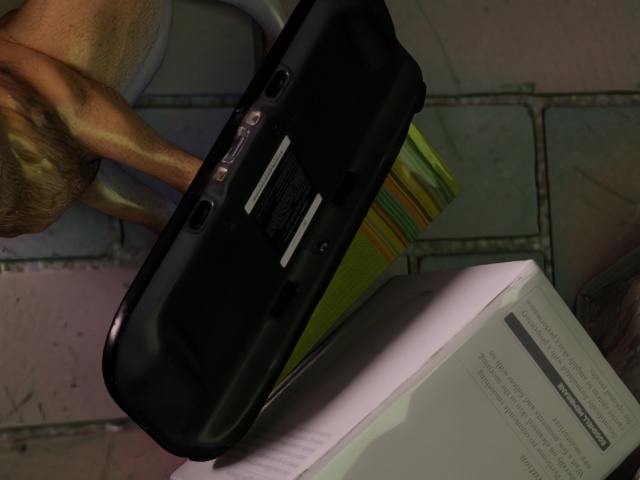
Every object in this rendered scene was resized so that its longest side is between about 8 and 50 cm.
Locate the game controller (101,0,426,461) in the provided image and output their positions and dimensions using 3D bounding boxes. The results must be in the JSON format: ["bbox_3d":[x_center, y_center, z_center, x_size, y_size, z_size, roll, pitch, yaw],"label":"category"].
[{"bbox_3d":[-0.030,-0.018,0.883,0.319,0.067,0.166,-62,143,-20],"label":"game controller"}]

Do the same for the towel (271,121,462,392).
[{"bbox_3d":[0.000,0.000,0.978,0.102,0.021,0.237,48,65,-10],"label":"towel"}]

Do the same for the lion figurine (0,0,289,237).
[{"bbox_3d":[-0.143,-0.142,0.913,0.240,0.142,0.392,30,63,-7],"label":"lion figurine"}]

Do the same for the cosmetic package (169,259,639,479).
[{"bbox_3d":[0.049,0.138,0.895,0.225,0.224,0.138,-39,99,-17],"label":"cosmetic package"}]

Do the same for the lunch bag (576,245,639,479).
[{"bbox_3d":[0.298,0.142,0.949,0.235,0.169,0.287,36,36,-13],"label":"lunch bag"}]
